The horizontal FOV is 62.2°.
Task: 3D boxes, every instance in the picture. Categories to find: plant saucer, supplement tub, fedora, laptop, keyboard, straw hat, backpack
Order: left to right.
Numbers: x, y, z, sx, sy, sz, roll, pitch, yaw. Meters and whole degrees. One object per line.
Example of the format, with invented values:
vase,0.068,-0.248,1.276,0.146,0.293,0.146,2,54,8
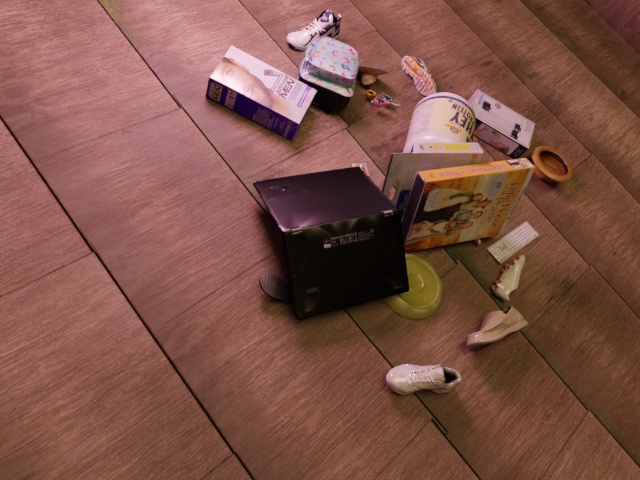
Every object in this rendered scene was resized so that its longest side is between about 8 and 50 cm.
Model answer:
backpack,0.033,-0.633,1.966,0.225,0.191,0.253,20,53,-9
laptop,0.033,-0.013,1.649,0.382,0.236,0.407,-12,98,-21
straw hat,0.189,-0.640,2.088,0.145,0.144,0.061,8,100,-17
plant saucer,0.302,0.141,1.734,0.241,0.037,0.240,9,61,-17
supplement tub,0.428,-0.350,1.922,0.236,0.235,0.324,24,55,-8
keyboard,0.721,0.005,1.982,0.256,0.014,0.072,-28,76,-31
fedora,0.942,-0.300,2.192,0.195,0.079,0.194,8,56,-12

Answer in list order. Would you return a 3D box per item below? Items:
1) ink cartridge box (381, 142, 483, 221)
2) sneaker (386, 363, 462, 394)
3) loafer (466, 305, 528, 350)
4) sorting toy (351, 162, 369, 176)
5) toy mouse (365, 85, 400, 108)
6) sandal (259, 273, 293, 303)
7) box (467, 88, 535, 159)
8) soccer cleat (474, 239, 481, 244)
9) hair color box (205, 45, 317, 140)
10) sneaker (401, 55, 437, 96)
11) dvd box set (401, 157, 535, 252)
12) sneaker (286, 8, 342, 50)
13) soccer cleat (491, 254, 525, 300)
ink cartridge box,0.343,-0.184,1.756,0.308,0.303,0.072,0,46,-10
sneaker,0.306,0.394,1.551,0.232,0.115,0.090,3,62,-20
loafer,0.560,0.283,1.725,0.269,0.102,0.092,-12,66,-36
sorting toy,0.148,-0.242,1.894,0.062,0.012,0.083,-3,64,-23
toy mouse,0.239,-0.539,2.060,0.143,0.031,0.161,23,32,0
sandal,-0.108,0.156,1.573,0.179,0.040,0.067,27,61,-23
box,0.733,-0.481,2.203,0.290,0.087,0.169,31,57,-4
soccer cleat,0.551,-0.017,1.921,0.036,0.029,0.083,-14,66,-17
hair color box,-0.204,-0.513,1.850,0.339,0.110,0.185,25,58,-5
sneaker,0.426,-0.688,2.202,0.083,0.084,0.214,-18,70,-33
dvd box set,0.474,-0.114,1.760,0.421,0.307,0.062,-9,46,-21
sneaker,-0.014,-0.832,2.065,0.235,0.153,0.094,-13,67,-27
soccer cleat,0.673,0.130,1.869,0.076,0.068,0.196,44,64,0
